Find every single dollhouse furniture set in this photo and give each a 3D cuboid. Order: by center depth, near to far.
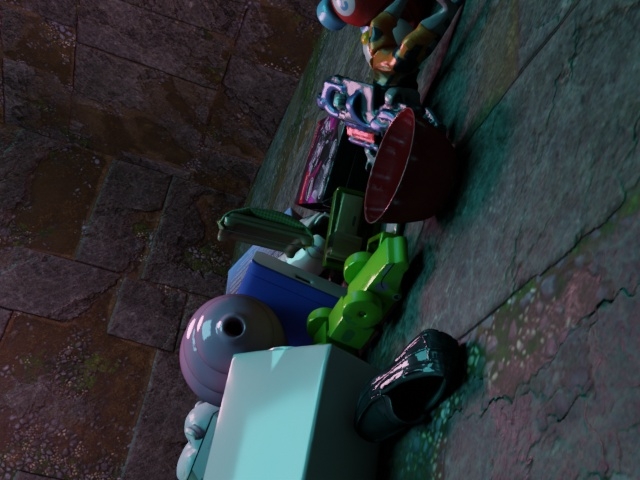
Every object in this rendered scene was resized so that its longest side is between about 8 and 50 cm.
[{"bbox_3d":[-0.021,-0.050,1.298,0.197,0.301,0.151,145,138,-75],"label":"dollhouse furniture set"}]

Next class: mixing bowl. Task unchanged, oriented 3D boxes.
[{"bbox_3d":[0.144,-0.099,1.106,0.181,0.098,0.181,-164,90,-78],"label":"mixing bowl"}]

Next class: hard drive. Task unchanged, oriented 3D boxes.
[{"bbox_3d":[-0.086,0.176,1.501,0.040,0.210,0.319,-72,7,-48],"label":"hard drive"}]

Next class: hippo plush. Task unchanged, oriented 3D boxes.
[{"bbox_3d":[-0.150,0.407,1.410,0.234,0.236,0.294,-132,59,-77],"label":"hippo plush"}]

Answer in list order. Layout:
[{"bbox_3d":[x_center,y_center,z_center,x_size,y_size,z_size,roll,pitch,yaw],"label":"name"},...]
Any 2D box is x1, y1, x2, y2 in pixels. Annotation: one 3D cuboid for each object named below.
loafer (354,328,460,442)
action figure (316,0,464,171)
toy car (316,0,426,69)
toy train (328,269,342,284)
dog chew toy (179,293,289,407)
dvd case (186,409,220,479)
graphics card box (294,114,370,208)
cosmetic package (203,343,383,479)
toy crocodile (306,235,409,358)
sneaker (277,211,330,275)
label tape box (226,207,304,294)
[{"bbox_3d":[0.101,0.200,0.937,0.223,0.076,0.078,-58,11,40],"label":"loafer"},{"bbox_3d":[0.159,-0.266,1.287,0.341,0.178,0.330,39,122,45],"label":"action figure"},{"bbox_3d":[0.121,-0.424,1.486,0.219,0.210,0.238,-32,53,55],"label":"toy car"},{"bbox_3d":[0.029,0.077,1.565,0.036,0.027,0.158,148,138,-77],"label":"toy train"},{"bbox_3d":[-0.153,0.186,1.310,0.332,0.206,0.207,107,176,-70],"label":"dog chew toy"},{"bbox_3d":[-0.119,0.438,1.288,0.022,0.253,0.180,-21,-40,-56],"label":"dvd case"},{"bbox_3d":[0.037,-0.182,1.740,0.371,0.094,0.233,-164,92,-77],"label":"graphics card box"},{"bbox_3d":[-0.048,0.353,1.046,0.217,0.156,0.385,-11,56,42],"label":"cosmetic package"},{"bbox_3d":[0.057,0.130,1.214,0.340,0.105,0.115,-58,18,32],"label":"toy crocodile"},{"bbox_3d":[0.000,0.000,1.570,0.152,0.114,0.305,-49,8,20],"label":"sneaker"},{"bbox_3d":[-0.111,0.096,1.791,0.249,0.115,0.348,-45,21,14],"label":"label tape box"}]
